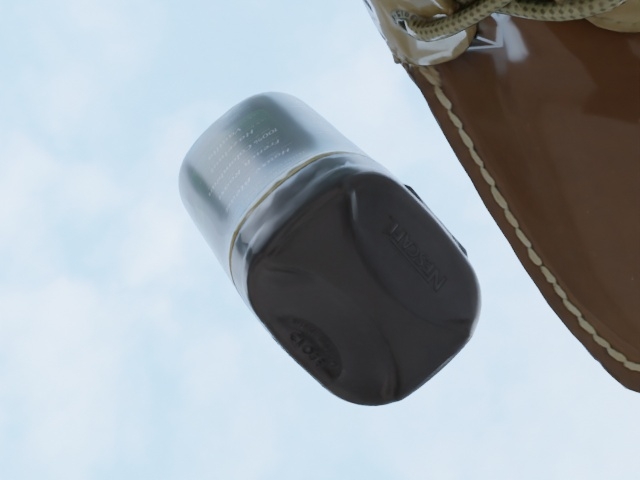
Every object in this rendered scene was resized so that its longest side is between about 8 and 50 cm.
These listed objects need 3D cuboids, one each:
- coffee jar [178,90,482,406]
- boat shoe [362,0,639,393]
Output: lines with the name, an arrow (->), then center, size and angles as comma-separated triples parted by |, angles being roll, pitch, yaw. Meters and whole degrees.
coffee jar -> 0.000, 0.000, 0.750 | 0.079, 0.184, 0.096 | -43, -72, 0
boat shoe -> 0.036, -0.103, 0.443 | 0.122, 0.120, 0.324 | -15, -74, 32
